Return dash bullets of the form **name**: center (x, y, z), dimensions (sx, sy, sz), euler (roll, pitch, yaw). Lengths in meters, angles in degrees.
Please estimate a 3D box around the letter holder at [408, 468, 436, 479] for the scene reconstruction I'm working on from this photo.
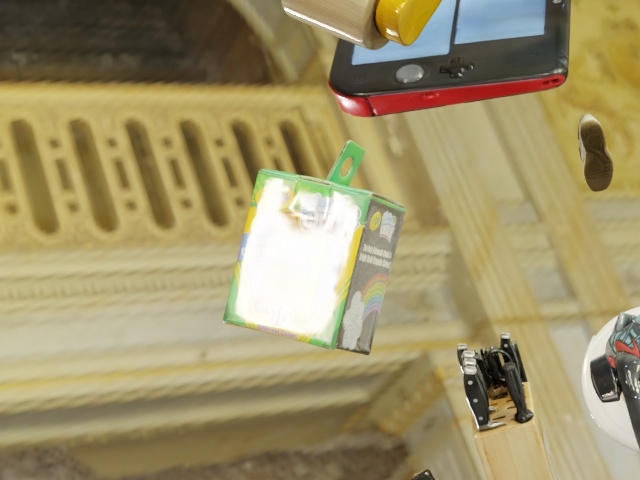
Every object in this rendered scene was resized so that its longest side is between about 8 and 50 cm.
- **letter holder**: center (0.156, 0.501, 2.195), dimensions (0.152, 0.302, 0.214), euler (-30, -7, -11)

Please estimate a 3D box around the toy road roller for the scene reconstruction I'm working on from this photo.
- **toy road roller**: center (0.071, -0.428, 1.896), dimensions (0.329, 0.202, 0.240), euler (-59, -26, -12)

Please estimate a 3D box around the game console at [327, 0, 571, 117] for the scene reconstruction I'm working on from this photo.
- **game console**: center (0.196, -0.322, 2.250), dimensions (0.342, 0.387, 0.060), euler (-8, -52, 17)

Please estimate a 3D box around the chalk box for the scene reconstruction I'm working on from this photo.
- **chalk box**: center (0.000, 0.000, 1.596), dimensions (0.132, 0.213, 0.132), euler (13, -3, 20)

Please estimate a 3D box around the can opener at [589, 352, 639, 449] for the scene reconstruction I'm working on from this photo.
- **can opener**: center (0.399, 0.217, 1.928), dimensions (0.073, 0.186, 0.059), euler (-30, -41, 16)

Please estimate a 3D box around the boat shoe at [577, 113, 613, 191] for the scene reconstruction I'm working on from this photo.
- **boat shoe**: center (0.437, -0.141, 2.435), dimensions (0.050, 0.045, 0.135), euler (-9, -56, 5)

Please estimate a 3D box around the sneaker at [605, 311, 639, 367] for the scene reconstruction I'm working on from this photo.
- **sneaker**: center (0.480, 0.160, 2.222), dimensions (0.104, 0.125, 0.262), euler (10, 3, -16)

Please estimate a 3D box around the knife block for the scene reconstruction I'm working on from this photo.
- **knife block**: center (0.257, 0.272, 2.080), dimensions (0.088, 0.276, 0.242), euler (-15, -17, 11)

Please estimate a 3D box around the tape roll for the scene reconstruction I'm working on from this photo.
- **tape roll**: center (0.561, 0.234, 2.562), dimensions (0.246, 0.246, 0.169), euler (-24, -9, 7)
